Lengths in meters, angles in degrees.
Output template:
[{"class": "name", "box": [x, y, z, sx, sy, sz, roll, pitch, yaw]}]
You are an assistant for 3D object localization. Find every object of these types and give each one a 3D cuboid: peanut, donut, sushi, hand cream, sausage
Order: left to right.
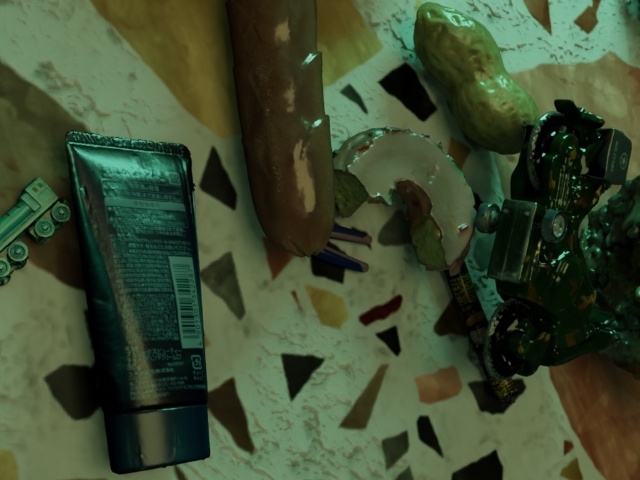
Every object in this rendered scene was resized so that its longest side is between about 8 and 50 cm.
[{"class": "hand cream", "box": [-0.139, 0.045, 0.734, 0.120, 0.061, 0.271, 2, 78, -42]}, {"class": "sausage", "box": [-0.041, -0.197, 0.823, 0.087, 0.088, 0.433, 0, 81, -31]}, {"class": "donut", "box": [0.082, -0.050, 0.878, 0.166, 0.065, 0.117, 41, 61, -14]}, {"class": "peanut", "box": [0.159, -0.167, 0.945, 0.082, 0.082, 0.187, -39, 101, -31]}, {"class": "sausage", "box": [0.157, 0.077, 0.926, 0.025, 0.028, 0.198, -26, 96, -56]}, {"class": "sushi", "box": [0.372, 0.051, 0.976, 0.139, 0.184, 0.274, 16, 77, -23]}]

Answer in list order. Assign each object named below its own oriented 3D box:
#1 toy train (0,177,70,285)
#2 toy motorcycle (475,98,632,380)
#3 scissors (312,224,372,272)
[{"class": "toy train", "box": [-0.234, -0.006, 0.704, 0.045, 0.029, 0.092, 46, 62, -8]}, {"class": "toy motorcycle", "box": [0.235, 0.007, 0.899, 0.187, 0.124, 0.275, 13, 89, -46]}, {"class": "scissors", "box": [0.000, 0.000, 0.854, 0.113, 0.012, 0.039, 16, 73, -28]}]
